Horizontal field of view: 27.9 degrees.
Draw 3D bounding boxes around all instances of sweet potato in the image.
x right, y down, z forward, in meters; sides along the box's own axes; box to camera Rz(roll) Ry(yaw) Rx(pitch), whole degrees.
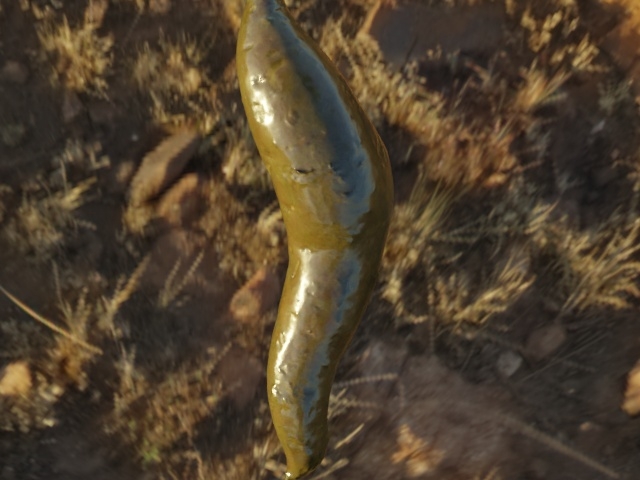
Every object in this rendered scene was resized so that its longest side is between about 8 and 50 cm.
[{"bbox_3d":[0.002,0.002,0.607,0.069,0.059,0.250,-7,112,-10],"label":"sweet potato"}]
